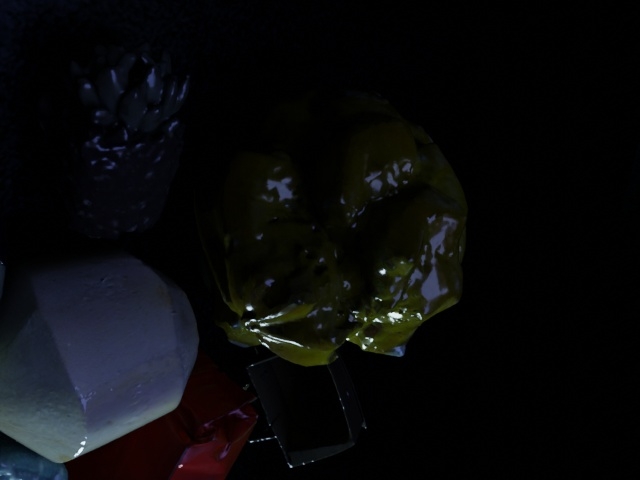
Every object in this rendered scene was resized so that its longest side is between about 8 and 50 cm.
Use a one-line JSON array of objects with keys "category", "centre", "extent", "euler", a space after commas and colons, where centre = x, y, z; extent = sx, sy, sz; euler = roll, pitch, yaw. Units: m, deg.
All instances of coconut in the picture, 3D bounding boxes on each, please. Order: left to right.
[{"category": "coconut", "centre": [-0.264, 0.117, 0.670], "extent": [0.241, 0.241, 0.241], "euler": [-31, 138, -34]}]

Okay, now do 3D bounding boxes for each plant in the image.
[{"category": "plant", "centre": [-0.212, -0.108, 0.634], "extent": [0.129, 0.132, 0.194], "euler": [-20, 136, -47]}]

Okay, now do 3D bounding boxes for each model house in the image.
[{"category": "model house", "centre": [-0.031, 0.257, 1.128], "extent": [0.204, 0.211, 0.243], "euler": [-21, -176, 15]}]

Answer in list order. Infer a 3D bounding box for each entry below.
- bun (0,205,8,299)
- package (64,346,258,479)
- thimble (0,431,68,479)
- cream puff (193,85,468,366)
[{"category": "bun", "centre": [-0.392, 0.020, 0.462], "extent": [0.293, 0.187, 0.293], "euler": [8, 90, -74]}, {"category": "package", "centre": [-0.258, 0.348, 0.873], "extent": [0.123, 0.196, 0.423], "euler": [24, 98, -51]}, {"category": "thimble", "centre": [-0.412, 0.283, 0.675], "extent": [0.235, 0.143, 0.198], "euler": [-21, 130, -43]}, {"category": "cream puff", "centre": [0.000, 0.000, 0.785], "extent": [0.275, 0.378, 0.378], "euler": [-36, 146, -65]}]
